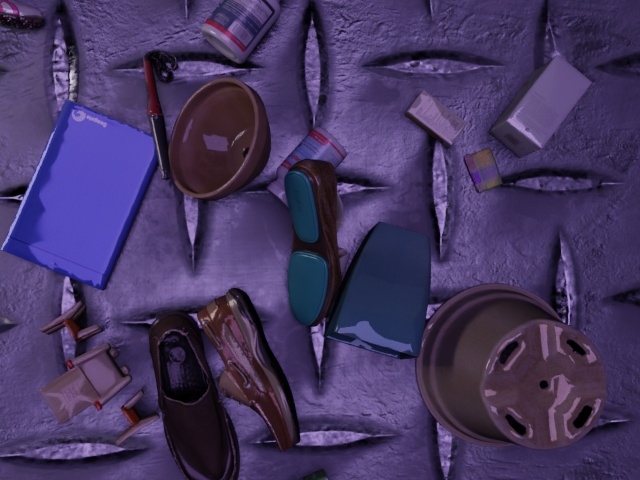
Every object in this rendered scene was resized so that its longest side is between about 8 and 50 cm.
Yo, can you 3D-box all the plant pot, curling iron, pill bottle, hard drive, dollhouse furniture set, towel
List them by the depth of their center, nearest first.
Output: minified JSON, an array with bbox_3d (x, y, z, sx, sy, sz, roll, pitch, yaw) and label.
[{"bbox_3d":[-0.421,0.255,1.506,0.135,0.259,0.262,-34,90,-15],"label":"dollhouse furniture set"},{"bbox_3d":[0.373,0.250,1.551,0.333,0.305,0.334,0,88,-5],"label":"plant pot"},{"bbox_3d":[-0.174,-0.183,1.592,0.237,0.109,0.238,-11,72,36],"label":"plant pot"},{"bbox_3d":[0.125,0.095,1.610,0.165,0.165,0.234,17,79,-4],"label":"plant pot"},{"bbox_3d":[-0.308,-0.251,1.614,0.068,0.035,0.274,-3,74,-6],"label":"curling iron"},{"bbox_3d":[-0.460,-0.089,1.622,0.210,0.040,0.319,22,86,-4],"label":"hard drive"},{"bbox_3d":[-0.141,-0.449,1.628,0.108,0.108,0.180,37,85,-3],"label":"pill bottle"},{"bbox_3d":[-0.030,-0.140,1.637,0.087,0.087,0.160,42,85,-2],"label":"pill bottle"},{"bbox_3d":[0.336,-0.146,1.708,0.060,0.009,0.083,-22,91,-6],"label":"towel"}]

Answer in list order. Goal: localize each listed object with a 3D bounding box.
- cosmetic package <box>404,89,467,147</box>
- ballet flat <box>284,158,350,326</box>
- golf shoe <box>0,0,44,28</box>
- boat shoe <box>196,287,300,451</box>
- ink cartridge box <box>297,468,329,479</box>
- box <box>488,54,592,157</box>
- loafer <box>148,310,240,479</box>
[{"bbox_3d":[0.234,-0.247,1.687,0.115,0.041,0.060,39,86,-3],"label":"cosmetic package"},{"bbox_3d":[0.000,0.000,1.610,0.124,0.116,0.343,-27,121,-44],"label":"ballet flat"},{"bbox_3d":[-0.626,-0.465,1.606,0.186,0.067,0.086,13,86,-4],"label":"golf shoe"},{"bbox_3d":[-0.140,0.257,1.608,0.119,0.122,0.324,-24,82,0],"label":"boat shoe"},{"bbox_3d":[-0.057,0.564,1.610,0.212,0.093,0.154,-23,89,-7],"label":"ink cartridge box"},{"bbox_3d":[0.437,-0.266,1.661,0.091,0.130,0.170,39,86,-2],"label":"box"},{"bbox_3d":[-0.254,0.319,1.581,0.133,0.130,0.366,-20,90,-5],"label":"loafer"}]
